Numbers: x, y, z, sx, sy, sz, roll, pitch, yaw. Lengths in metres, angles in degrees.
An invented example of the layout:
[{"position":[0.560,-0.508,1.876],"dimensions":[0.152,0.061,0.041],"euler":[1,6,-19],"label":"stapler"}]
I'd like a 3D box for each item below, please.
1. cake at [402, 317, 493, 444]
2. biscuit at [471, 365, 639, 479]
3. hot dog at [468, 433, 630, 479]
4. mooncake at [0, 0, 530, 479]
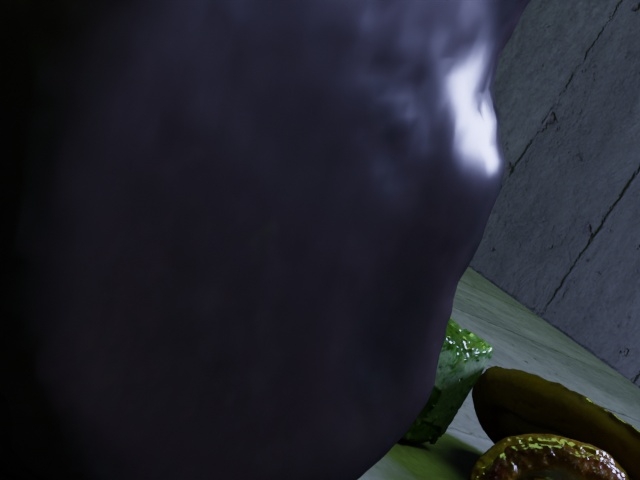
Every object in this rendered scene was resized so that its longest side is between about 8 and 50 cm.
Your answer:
[{"position":[0.052,0.097,1.059],"dimensions":[0.099,0.100,0.235],"euler":[34,6,14],"label":"cake"},{"position":[0.226,0.192,1.146],"dimensions":[0.262,0.037,0.262],"euler":[37,-15,11],"label":"biscuit"},{"position":[0.171,0.193,1.007],"dimensions":[0.147,0.099,0.065],"euler":[32,-30,-26],"label":"hot dog"},{"position":[-0.061,-0.076,0.617],"dimensions":[0.212,0.381,0.351],"euler":[26,-1,30],"label":"mooncake"}]
